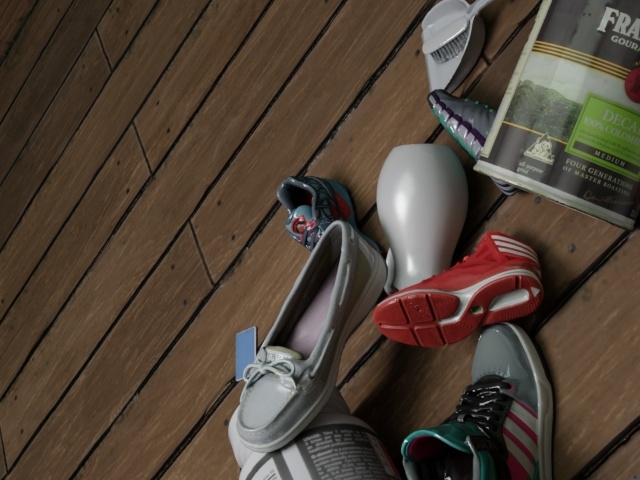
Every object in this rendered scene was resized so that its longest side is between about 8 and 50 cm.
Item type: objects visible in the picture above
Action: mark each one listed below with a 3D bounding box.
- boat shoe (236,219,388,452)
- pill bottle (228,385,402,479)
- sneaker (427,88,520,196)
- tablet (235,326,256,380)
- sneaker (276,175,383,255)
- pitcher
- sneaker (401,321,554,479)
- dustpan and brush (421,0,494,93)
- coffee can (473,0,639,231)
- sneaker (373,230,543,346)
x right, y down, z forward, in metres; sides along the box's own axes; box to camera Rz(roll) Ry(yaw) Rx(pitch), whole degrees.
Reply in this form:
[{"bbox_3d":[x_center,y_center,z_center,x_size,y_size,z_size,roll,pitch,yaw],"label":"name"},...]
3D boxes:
[{"bbox_3d":[-0.024,0.125,1.535,0.118,0.103,0.320,15,65,46],"label":"boat shoe"},{"bbox_3d":[0.014,0.358,1.528,0.210,0.210,0.363,-54,40,23],"label":"pill bottle"},{"bbox_3d":[0.234,-0.154,1.587,0.098,0.083,0.224,-41,48,6],"label":"sneaker"},{"bbox_3d":[-0.123,0.188,1.941,0.054,0.006,0.083,-26,57,44],"label":"tablet"},{"bbox_3d":[0.000,0.000,1.761,0.104,0.125,0.262,-53,41,25],"label":"sneaker"},{"bbox_3d":[0.130,-0.022,1.625,0.177,0.125,0.207,170,102,-66],"label":"pitcher"},{"bbox_3d":[0.180,0.225,1.395,0.123,0.178,0.296,-26,55,43],"label":"sneaker"},{"bbox_3d":[0.206,-0.308,1.678,0.211,0.060,0.147,-33,52,41],"label":"dustpan and brush"},{"bbox_3d":[0.322,-0.173,1.360,0.201,0.201,0.275,29,100,53],"label":"coffee can"},{"bbox_3d":[0.181,0.061,1.506,0.221,0.087,0.128,-11,28,19],"label":"sneaker"}]
